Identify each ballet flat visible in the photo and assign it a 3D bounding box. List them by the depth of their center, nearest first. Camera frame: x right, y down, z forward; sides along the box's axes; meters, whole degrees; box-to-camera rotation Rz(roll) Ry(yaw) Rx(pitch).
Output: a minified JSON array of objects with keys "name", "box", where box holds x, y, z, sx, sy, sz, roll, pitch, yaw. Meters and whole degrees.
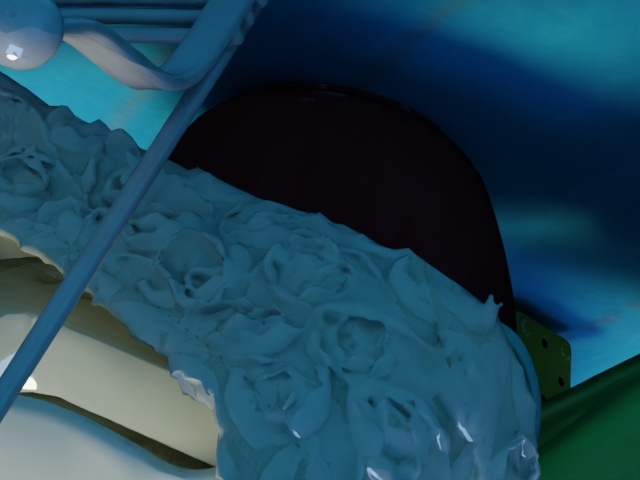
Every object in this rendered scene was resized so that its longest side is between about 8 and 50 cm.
[{"name":"ballet flat","box":[-0.116,0.020,0.660,0.409,0.147,0.147,17,168,38]}]

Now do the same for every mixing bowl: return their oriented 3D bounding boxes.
[{"name":"mixing bowl","box":[0.000,0.000,0.785,0.181,0.098,0.181,12,161,4]}]

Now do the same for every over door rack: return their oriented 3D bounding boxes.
[{"name":"over door rack","box":[-0.170,0.001,0.565,0.239,0.324,0.108,3,147,29]}]

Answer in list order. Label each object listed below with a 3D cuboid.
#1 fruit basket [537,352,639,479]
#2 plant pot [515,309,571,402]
[{"name":"fruit basket","box":[0.190,0.116,0.763,0.353,0.165,0.327,-11,167,-28]},{"name":"plant pot","box":[0.078,0.072,0.983,0.083,0.081,0.081,-18,146,37]}]
